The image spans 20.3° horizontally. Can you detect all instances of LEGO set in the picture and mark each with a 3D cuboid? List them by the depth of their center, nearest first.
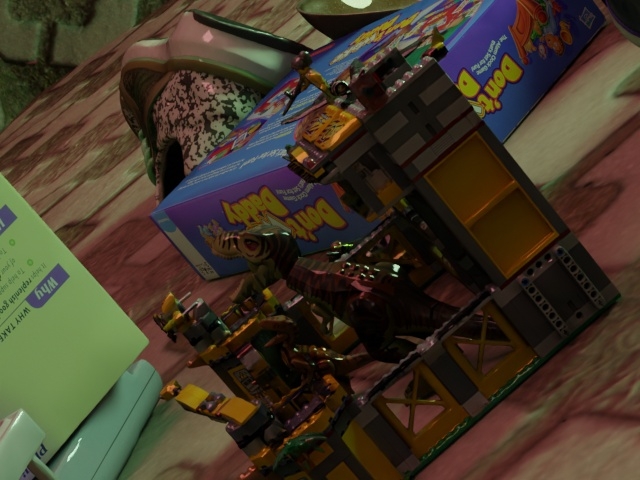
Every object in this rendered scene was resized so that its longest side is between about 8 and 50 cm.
[{"bbox_3d":[0.000,0.000,1.007,0.255,0.192,0.331,-38,15,6],"label":"LEGO set"}]

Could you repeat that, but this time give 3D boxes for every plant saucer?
[{"bbox_3d":[0.078,-0.210,1.615,0.199,0.036,0.198,-8,16,2],"label":"plant saucer"}]

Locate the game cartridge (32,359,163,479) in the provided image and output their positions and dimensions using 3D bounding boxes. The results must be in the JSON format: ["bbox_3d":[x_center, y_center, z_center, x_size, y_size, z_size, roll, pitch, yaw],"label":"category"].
[{"bbox_3d":[-0.254,0.208,1.298,0.297,0.062,0.198,-31,21,29],"label":"game cartridge"}]

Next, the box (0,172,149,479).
[{"bbox_3d":[-0.280,0.063,1.207,0.117,0.243,0.213,-22,24,50],"label":"box"}]

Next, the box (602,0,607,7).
[{"bbox_3d":[0.223,-0.217,1.310,0.062,0.083,0.052,-44,15,-16],"label":"box"}]

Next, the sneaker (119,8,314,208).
[{"bbox_3d":[-0.137,-0.100,1.760,0.410,0.158,0.182,154,137,-74],"label":"sneaker"}]

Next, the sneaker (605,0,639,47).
[{"bbox_3d":[0.260,-0.286,1.076,0.322,0.130,0.236,-56,-26,-13],"label":"sneaker"}]

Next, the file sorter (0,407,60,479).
[{"bbox_3d":[-0.208,0.248,0.831,0.278,0.173,0.193,-31,18,32],"label":"file sorter"}]

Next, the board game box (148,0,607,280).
[{"bbox_3d":[0.035,-0.093,1.417,0.233,0.078,0.347,-48,17,-28],"label":"board game box"}]
